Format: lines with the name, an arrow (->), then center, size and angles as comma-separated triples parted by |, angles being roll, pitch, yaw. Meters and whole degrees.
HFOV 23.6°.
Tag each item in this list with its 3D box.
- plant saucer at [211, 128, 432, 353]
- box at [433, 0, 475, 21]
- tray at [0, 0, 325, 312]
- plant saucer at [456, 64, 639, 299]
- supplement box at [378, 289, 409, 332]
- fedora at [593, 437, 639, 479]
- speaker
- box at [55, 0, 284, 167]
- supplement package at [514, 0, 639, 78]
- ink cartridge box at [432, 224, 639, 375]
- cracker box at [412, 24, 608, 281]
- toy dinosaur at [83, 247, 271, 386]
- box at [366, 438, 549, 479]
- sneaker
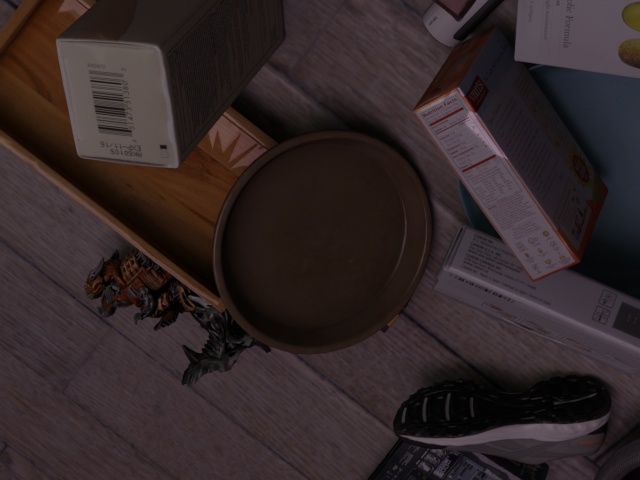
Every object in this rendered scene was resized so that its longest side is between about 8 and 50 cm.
plant saucer -> 0.000, 0.000, 1.815 | 0.278, 0.041, 0.278 | -7, 109, -20
box -> 0.174, -0.421, 1.440 | 0.191, 0.143, 0.381 | 36, 115, -4
tray -> -0.218, -0.119, 1.841 | 0.411, 0.076, 0.203 | 38, 91, -5
plant saucer -> 0.312, -0.069, 1.727 | 0.317, 0.044, 0.317 | 12, 125, 17
supplement box -> 0.066, 0.067, 1.922 | 0.083, 0.043, 0.055 | 35, 127, -2
fedora -> 0.457, 0.344, 1.882 | 0.243, 0.124, 0.275 | -19, 102, 29
speaker -> 0.172, -0.271, 1.647 | 0.055, 0.055, 0.136 | 41, 127, -7
box -> -0.152, -0.218, 1.657 | 0.121, 0.311, 0.148 | 7, 123, 19
supplement package -> 0.332, -0.251, 1.540 | 0.244, 0.134, 0.139 | 10, 125, 17
ink cartridge box -> 0.269, 0.074, 1.771 | 0.275, 0.239, 0.060 | 23, 85, 3
cracker box -> 0.206, -0.094, 1.631 | 0.067, 0.156, 0.232 | -25, 108, 35
toy dinosaur -> -0.151, 0.054, 1.949 | 0.322, 0.164, 0.218 | -15, 100, 45
box -> 0.167, 0.337, 2.046 | 0.183, 0.059, 0.233 | 32, 127, 1
sneaker -> 0.226, 0.238, 1.912 | 0.271, 0.100, 0.108 | -1, 131, 9
